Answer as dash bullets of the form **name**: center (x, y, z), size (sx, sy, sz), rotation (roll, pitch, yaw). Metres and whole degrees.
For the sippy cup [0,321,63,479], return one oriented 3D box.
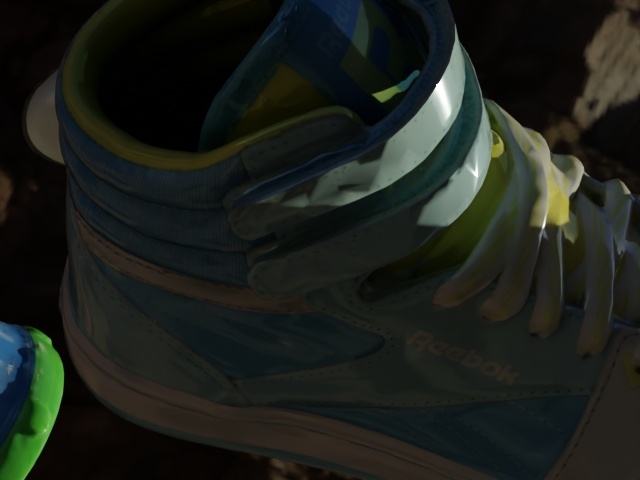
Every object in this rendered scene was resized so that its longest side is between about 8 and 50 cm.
- **sippy cup**: center (-0.373, 0.119, 1.184), size (0.224, 0.240, 0.305), rotation (44, -19, -31)

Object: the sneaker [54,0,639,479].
- **sneaker**: center (0.058, -0.002, 0.458), size (0.319, 0.127, 0.208), rotation (6, -35, 5)

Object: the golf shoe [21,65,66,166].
- **golf shoe**: center (-0.103, -0.109, 1.061), size (0.272, 0.105, 0.120), rotation (-9, 8, 10)
